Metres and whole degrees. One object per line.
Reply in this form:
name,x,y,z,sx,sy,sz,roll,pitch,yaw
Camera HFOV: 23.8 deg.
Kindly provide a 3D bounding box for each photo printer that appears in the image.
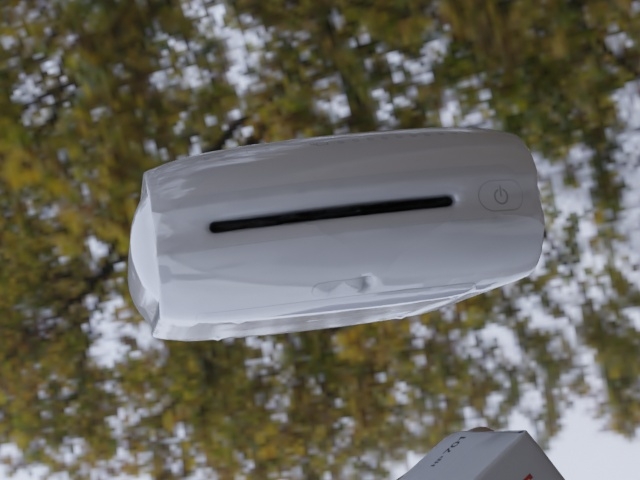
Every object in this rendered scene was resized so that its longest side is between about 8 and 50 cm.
photo printer,0.000,0.000,1.003,0.307,0.256,0.107,136,128,-80

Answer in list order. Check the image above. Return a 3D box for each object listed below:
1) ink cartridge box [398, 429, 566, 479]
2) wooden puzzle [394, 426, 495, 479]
ink cartridge box,0.091,0.205,0.723,0.139,0.082,0.190,-40,-82,-20
wooden puzzle,0.117,0.296,1.376,0.239,0.221,0.044,-29,-49,-12
